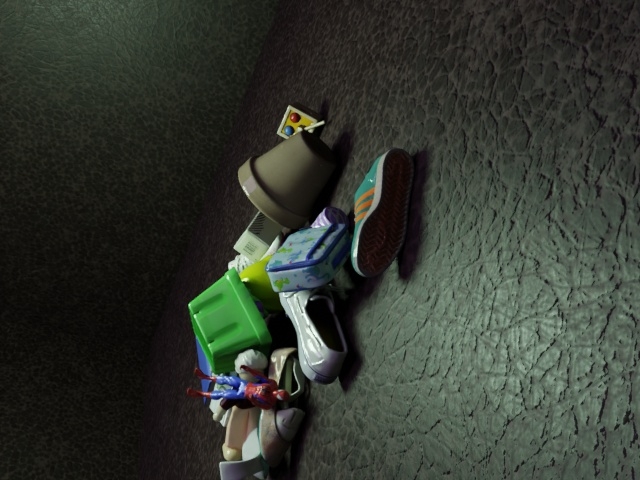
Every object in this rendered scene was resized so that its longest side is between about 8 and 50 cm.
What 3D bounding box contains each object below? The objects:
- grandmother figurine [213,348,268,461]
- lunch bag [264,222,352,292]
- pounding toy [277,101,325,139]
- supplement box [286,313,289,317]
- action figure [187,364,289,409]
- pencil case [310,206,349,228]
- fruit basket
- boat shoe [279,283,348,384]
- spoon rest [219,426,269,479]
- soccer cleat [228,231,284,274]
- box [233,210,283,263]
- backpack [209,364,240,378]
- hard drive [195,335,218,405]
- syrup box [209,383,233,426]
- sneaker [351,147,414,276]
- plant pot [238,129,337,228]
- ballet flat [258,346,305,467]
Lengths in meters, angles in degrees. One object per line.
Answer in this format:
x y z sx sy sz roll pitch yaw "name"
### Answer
-0.200 0.450 1.714 0.104 0.208 0.342 26 122 32 "grandmother figurine"
-0.021 0.038 1.503 0.176 0.090 0.219 -8 23 29 "lunch bag"
-0.055 -0.386 2.045 0.130 0.141 0.100 -63 -5 29 "pounding toy"
-0.048 0.170 1.668 0.083 0.083 0.056 -95 28 -45 "supplement box"
-0.218 0.366 1.547 0.139 0.281 0.091 64 -145 -53 "action figure"
0.000 0.000 1.664 0.206 0.086 0.088 -57 33 39 "pencil case"
-0.201 0.213 1.852 0.282 0.392 0.392 60 141 17 "fruit basket"
-0.006 0.160 1.498 0.156 0.136 0.367 -61 27 32 "boat shoe"
-0.175 0.572 1.593 0.276 0.084 0.137 23 -124 -77 "spoon rest"
-0.238 0.079 2.143 0.116 0.143 0.331 -95 29 -43 "soccer cleat"
-0.169 -0.060 1.991 0.113 0.094 0.275 -47 10 42 "box"
-0.312 0.379 2.126 0.166 0.145 0.188 -130 61 -72 "backpack"
-0.455 0.465 2.438 0.210 0.040 0.318 111 151 -47 "hard drive"
-0.290 0.544 2.012 0.237 0.093 0.096 178 106 -69 "syrup box"
0.126 -0.054 1.362 0.121 0.108 0.302 -25 44 65 "sneaker"
-0.078 -0.205 1.838 0.229 0.263 0.263 -44 32 23 "plant pot"
-0.092 0.422 1.590 0.106 0.108 0.315 -20 54 32 "ballet flat"
